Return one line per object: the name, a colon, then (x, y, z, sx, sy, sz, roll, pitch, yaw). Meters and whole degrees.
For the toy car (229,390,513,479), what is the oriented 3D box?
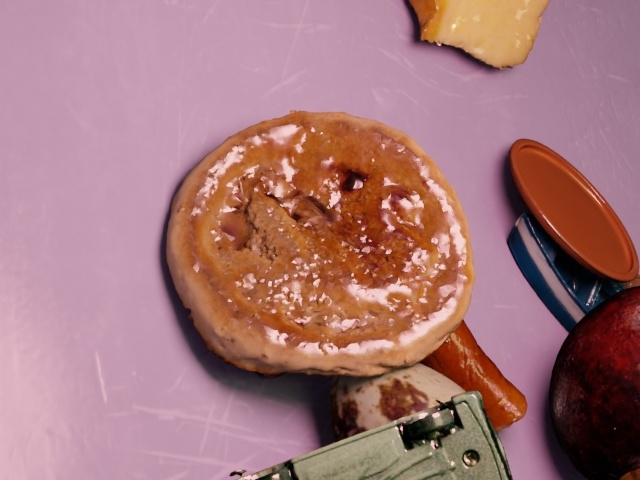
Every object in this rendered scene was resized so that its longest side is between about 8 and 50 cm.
toy car: (0.038, 0.267, 1.560, 0.097, 0.321, 0.141, 47, 21, -82)

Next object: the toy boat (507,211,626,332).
toy boat: (0.357, 0.075, 2.045, 0.299, 0.062, 0.096, 46, 48, -15)

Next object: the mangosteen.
mangosteen: (0.434, 0.203, 1.882, 0.300, 0.300, 0.300, 18, 59, -33)

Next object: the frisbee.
frisbee: (0.348, -0.041, 2.064, 0.251, 0.021, 0.250, 35, 30, -24)

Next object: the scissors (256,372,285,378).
scissors: (-0.020, 0.103, 1.742, 0.176, 0.022, 0.085, -17, 80, -41)

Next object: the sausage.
sausage: (0.154, 0.118, 1.845, 0.302, 0.076, 0.103, 58, 38, -5)

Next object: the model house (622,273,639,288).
model house: (0.529, 0.085, 2.120, 0.248, 0.176, 0.181, 25, 15, 5)

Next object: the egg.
egg: (0.102, 0.225, 1.688, 0.169, 0.169, 0.231, -28, 74, -44)

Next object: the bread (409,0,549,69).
bread: (0.269, -0.437, 2.082, 0.248, 0.279, 0.315, 22, 45, -39)

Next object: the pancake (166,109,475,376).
pancake: (0.000, 0.001, 1.685, 0.356, 0.065, 0.356, 3, 63, -5)
